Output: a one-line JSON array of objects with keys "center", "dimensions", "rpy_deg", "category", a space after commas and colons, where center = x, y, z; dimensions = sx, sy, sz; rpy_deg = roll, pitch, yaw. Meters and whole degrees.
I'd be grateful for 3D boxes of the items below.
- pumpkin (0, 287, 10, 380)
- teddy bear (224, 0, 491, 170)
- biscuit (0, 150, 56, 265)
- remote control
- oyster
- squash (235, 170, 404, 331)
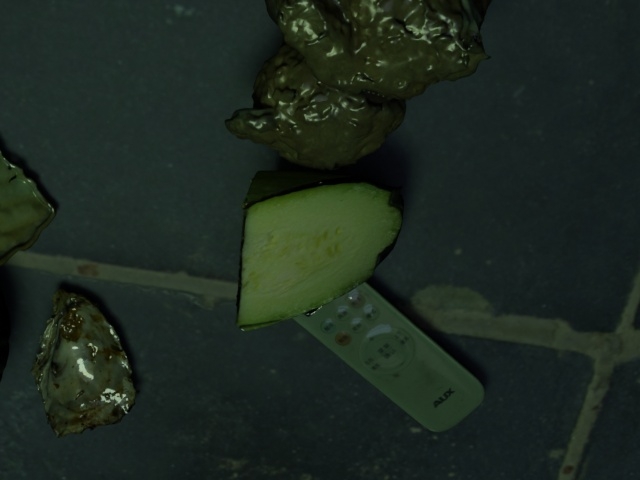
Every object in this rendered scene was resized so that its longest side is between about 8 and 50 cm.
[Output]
[{"center": [-0.436, 0.102, 1.015], "dimensions": [0.250, 0.216, 0.249], "rpy_deg": [-1, 91, -27], "category": "pumpkin"}, {"center": [0.037, -0.167, 0.922], "dimensions": [0.267, 0.156, 0.256], "rpy_deg": [-2, 153, -44], "category": "teddy bear"}, {"center": [-0.385, -0.075, 0.962], "dimensions": [0.036, 0.187, 0.273], "rpy_deg": [-6, 122, 42], "category": "biscuit"}, {"center": [0.057, 0.102, 1.134], "dimensions": [0.090, 0.038, 0.309], "rpy_deg": [-42, 110, 15], "category": "remote control"}, {"center": [-0.266, 0.134, 1.122], "dimensions": [0.105, 0.056, 0.177], "rpy_deg": [-20, 117, -7], "category": "oyster"}, {"center": [-0.014, -0.015, 1.025], "dimensions": [0.184, 0.085, 0.192], "rpy_deg": [-15, 140, -24], "category": "squash"}]
